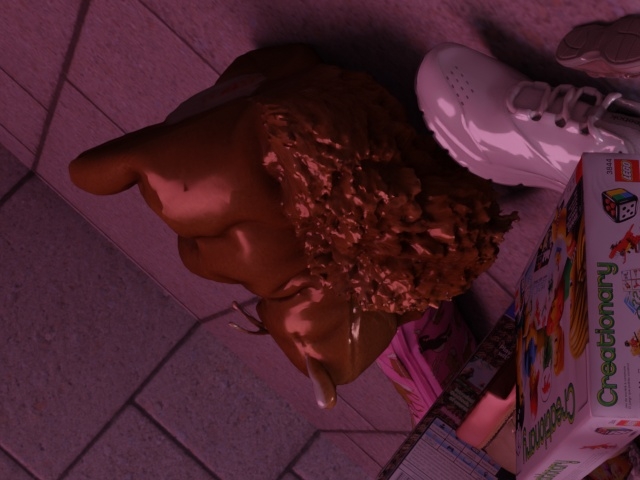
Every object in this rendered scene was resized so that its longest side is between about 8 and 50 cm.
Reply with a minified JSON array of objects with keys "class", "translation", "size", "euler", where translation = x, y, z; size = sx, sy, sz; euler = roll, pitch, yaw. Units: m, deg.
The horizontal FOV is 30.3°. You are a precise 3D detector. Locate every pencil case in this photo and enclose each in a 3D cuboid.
[{"class":"pencil case","translation":[0.141,0.149,1.595],"size":[0.167,0.160,0.386],"euler":[26,156,41]}]

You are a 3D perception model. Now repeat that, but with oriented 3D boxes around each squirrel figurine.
[{"class":"squirrel figurine","translation":[0.000,0.000,1.269],"size":[0.397,0.281,0.370],"euler":[-2,120,47]}]

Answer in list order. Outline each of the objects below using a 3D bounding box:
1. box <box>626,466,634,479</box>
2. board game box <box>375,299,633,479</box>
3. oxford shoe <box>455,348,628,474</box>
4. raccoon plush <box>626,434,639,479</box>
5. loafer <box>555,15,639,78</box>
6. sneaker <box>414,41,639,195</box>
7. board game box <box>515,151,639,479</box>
[{"class":"box","translation":[0.350,0.299,1.252],"size":[0.063,0.324,0.067],"euler":[37,163,-14]},{"class":"board game box","translation":[0.245,0.263,1.431],"size":[0.232,0.291,0.141],"euler":[35,163,18]},{"class":"oxford shoe","translation":[0.285,0.134,1.212],"size":[0.146,0.140,0.397],"euler":[39,145,7]},{"class":"raccoon plush","translation":[0.350,0.201,0.947],"size":[0.216,0.299,0.446],"euler":[0,139,16]},{"class":"loafer","translation":[0.233,-0.145,0.909],"size":[0.039,0.045,0.125],"euler":[30,175,-25]},{"class":"sneaker","translation":[0.218,-0.089,0.998],"size":[0.297,0.111,0.129],"euler":[31,152,4]},{"class":"board game box","translation":[0.204,0.080,0.943],"size":[0.053,0.192,0.305],"euler":[3,159,1]}]
